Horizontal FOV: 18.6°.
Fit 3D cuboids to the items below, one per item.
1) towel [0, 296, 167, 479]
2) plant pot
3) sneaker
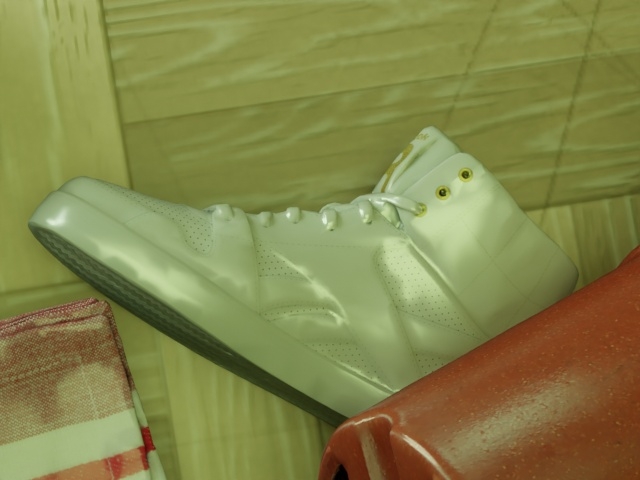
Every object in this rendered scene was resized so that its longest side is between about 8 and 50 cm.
[{"bbox_3d":[-0.165,0.211,0.968,0.237,0.037,0.329,-17,83,-21],"label":"towel"},{"bbox_3d":[0.159,0.132,0.955,0.265,0.272,0.272,-21,88,-25],"label":"plant pot"},{"bbox_3d":[0.000,0.000,1.070,0.292,0.108,0.169,29,80,-14],"label":"sneaker"}]
